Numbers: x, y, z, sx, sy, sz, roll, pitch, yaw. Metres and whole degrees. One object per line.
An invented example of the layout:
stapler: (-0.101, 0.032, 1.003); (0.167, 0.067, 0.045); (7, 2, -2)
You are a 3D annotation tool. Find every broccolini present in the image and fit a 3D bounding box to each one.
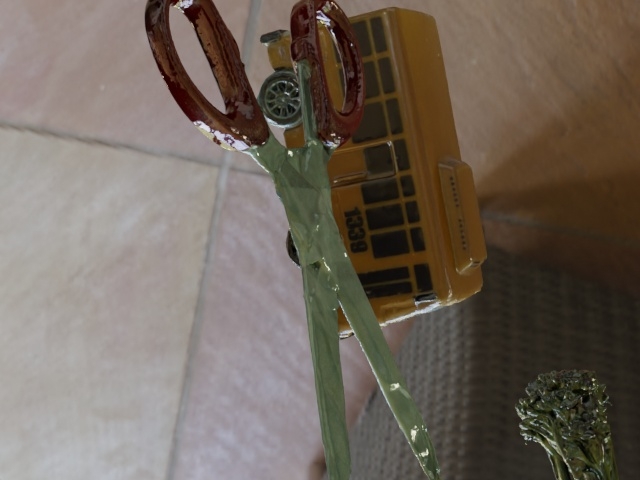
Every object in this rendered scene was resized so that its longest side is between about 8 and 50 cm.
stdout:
broccolini: (0.201, 0.287, 0.967); (0.074, 0.392, 0.079); (-12, 158, 26)

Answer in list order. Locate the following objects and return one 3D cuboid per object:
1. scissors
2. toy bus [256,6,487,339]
scissors: (0.000, 0.000, 0.593); (0.017, 0.144, 0.247); (-21, 83, 37)
toy bus: (0.039, -0.043, 0.836); (0.114, 0.098, 0.200); (-10, 91, 23)
